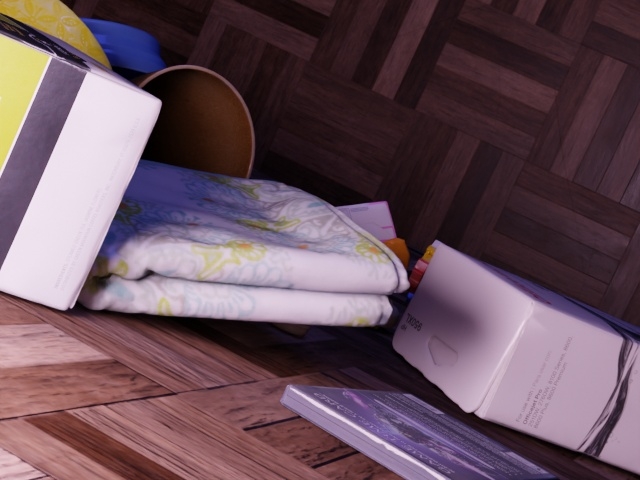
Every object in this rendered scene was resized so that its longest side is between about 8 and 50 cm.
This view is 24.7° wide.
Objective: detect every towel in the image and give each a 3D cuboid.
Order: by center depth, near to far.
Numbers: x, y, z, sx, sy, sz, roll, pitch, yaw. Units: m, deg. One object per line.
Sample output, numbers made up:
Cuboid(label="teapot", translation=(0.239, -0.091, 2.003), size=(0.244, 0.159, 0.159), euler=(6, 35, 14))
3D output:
Cuboid(label="towel", translation=(-0.128, -0.007, 1.579), size=(0.374, 0.090, 0.320), euler=(5, 16, -26))

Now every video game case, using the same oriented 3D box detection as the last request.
Cuboid(label="video game case", translation=(0.104, 0.198, 1.435), size=(0.196, 0.026, 0.274), euler=(28, 7, 28))

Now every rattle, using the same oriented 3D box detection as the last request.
Cuboid(label="rattle", translation=(0.076, 0.049, 2.166), size=(0.130, 0.143, 0.199), euler=(11, 8, 12))

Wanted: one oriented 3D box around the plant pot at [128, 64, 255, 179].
Cuboid(label="plant pot", translation=(-0.265, -0.148, 2.206), size=(0.237, 0.237, 0.254), euler=(21, -6, -36))

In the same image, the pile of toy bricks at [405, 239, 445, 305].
Cuboid(label="pile of toy bricks", translation=(0.162, 0.112, 2.083), size=(0.118, 0.105, 0.212), euler=(30, -35, 16))

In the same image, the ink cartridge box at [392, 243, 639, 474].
Cuboid(label="ink cartridge box", translation=(0.335, 0.172, 1.941), size=(0.395, 0.166, 0.285), euler=(22, 6, -25))

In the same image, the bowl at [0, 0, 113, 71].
Cuboid(label="bowl", translation=(-0.425, -0.185, 1.891), size=(0.289, 0.289, 0.156), euler=(25, 48, 6))

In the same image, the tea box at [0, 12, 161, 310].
Cuboid(label="tea box", translation=(-0.377, -0.125, 1.366), size=(0.323, 0.220, 0.329), euler=(23, 6, -30))

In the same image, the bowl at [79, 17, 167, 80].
Cuboid(label="bowl", translation=(-0.429, -0.266, 2.263), size=(0.391, 0.077, 0.391), euler=(-3, -6, 0))

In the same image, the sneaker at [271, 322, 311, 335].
Cuboid(label="sneaker", translation=(-0.051, 0.058, 1.828), size=(0.066, 0.071, 0.188), euler=(21, 7, -33))

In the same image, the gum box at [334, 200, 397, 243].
Cuboid(label="gum box", translation=(0.000, 0.000, 2.099), size=(0.188, 0.062, 0.107), euler=(-7, -17, -25))
